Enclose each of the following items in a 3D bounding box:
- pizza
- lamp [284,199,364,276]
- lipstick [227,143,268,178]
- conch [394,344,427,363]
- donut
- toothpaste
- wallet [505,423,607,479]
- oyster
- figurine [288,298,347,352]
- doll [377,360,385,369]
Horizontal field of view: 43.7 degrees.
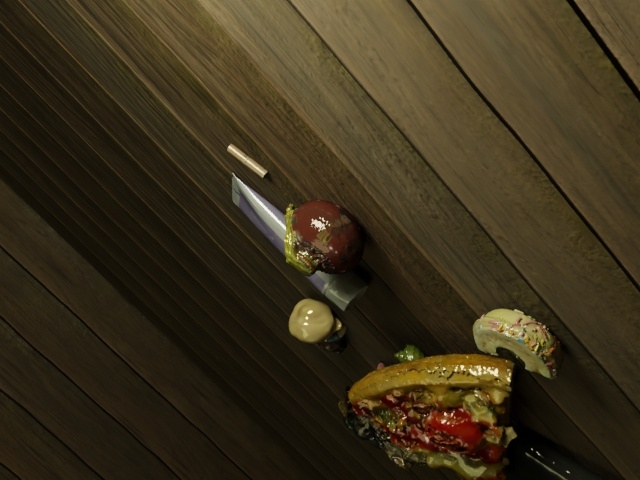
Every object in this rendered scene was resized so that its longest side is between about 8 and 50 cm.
[{"bbox_3d":[0.286,0.413,1.665,0.440,0.130,0.406,-20,112,46],"label":"pizza"},{"bbox_3d":[0.002,0.004,1.498,0.157,0.135,0.156,3,137,53],"label":"lamp"},{"bbox_3d":[-0.144,-0.157,1.585,0.094,0.019,0.019,37,157,6],"label":"lipstick"},{"bbox_3d":[0.219,0.270,1.754,0.121,0.074,0.089,16,-177,13],"label":"conch"},{"bbox_3d":[0.335,0.164,1.363,0.166,0.065,0.108,23,151,38],"label":"donut"},{"bbox_3d":[-0.062,0.003,1.683,0.371,0.080,0.125,40,158,15],"label":"toothpaste"},{"bbox_3d":[0.544,0.541,1.696,0.406,0.062,0.228,29,152,33],"label":"wallet"},{"bbox_3d":[0.186,0.569,2.292,0.361,0.096,0.221,29,161,30],"label":"oyster"},{"bbox_3d":[0.006,0.216,1.947,0.114,0.108,0.196,33,176,41],"label":"figurine"},{"bbox_3d":[0.189,0.362,1.886,0.180,0.110,0.107,5,133,55],"label":"doll"}]
